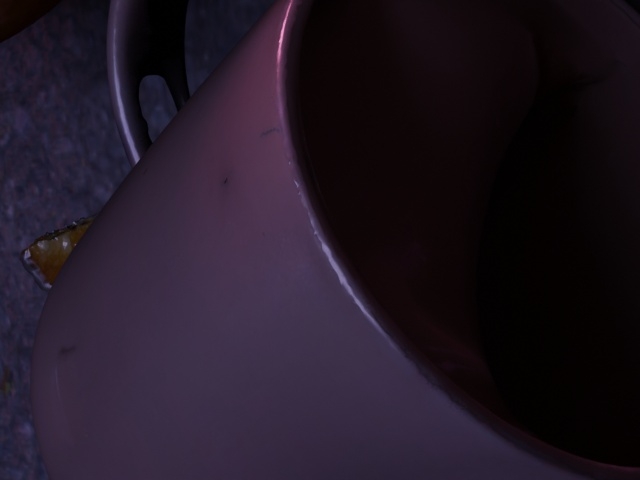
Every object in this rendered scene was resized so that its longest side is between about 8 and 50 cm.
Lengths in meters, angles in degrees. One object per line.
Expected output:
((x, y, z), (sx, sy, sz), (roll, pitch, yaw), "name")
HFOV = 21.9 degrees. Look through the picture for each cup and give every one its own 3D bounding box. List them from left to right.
((0.000, 0.000, 0.557), (0.200, 0.191, 0.253), (-39, 77, 45), "cup")

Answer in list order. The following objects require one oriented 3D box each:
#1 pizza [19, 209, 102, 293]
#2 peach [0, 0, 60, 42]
((-0.068, 0.040, 0.740), (0.176, 0.036, 0.185), (8, 103, 41), "pizza")
((-0.191, -0.206, 0.644), (0.289, 0.289, 0.308), (61, 172, 14), "peach")
